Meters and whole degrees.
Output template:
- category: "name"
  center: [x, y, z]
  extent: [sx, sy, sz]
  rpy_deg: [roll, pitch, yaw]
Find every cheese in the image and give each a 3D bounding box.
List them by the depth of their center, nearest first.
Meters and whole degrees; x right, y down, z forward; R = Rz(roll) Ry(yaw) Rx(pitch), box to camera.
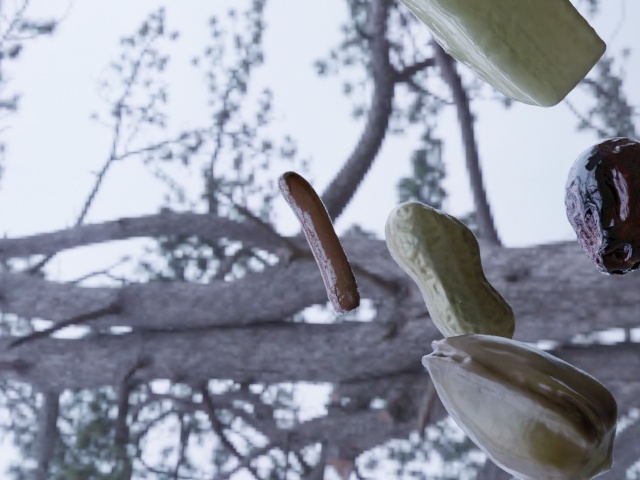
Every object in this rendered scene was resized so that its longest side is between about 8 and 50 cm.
- category: "cheese"
  center: [0.154, -0.282, 1.317]
  extent: [0.265, 0.124, 0.242]
  rpy_deg: [39, -170, -28]

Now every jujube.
- category: "jujube"
  center: [0.463, -0.051, 1.851]
  extent: [0.236, 0.168, 0.168]
  rpy_deg: [-80, -24, -44]

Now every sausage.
- category: "sausage"
  center: [0.000, 0.000, 1.440]
  extent: [0.043, 0.043, 0.186]
  rpy_deg: [-21, -93, -64]

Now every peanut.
- category: "peanut"
  center: [0.198, 0.056, 1.771]
  extent: [0.125, 0.111, 0.274]
  rpy_deg: [-36, -82, -32]

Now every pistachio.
- category: "pistachio"
  center: [0.251, 0.210, 1.511]
  extent: [0.163, 0.260, 0.213]
  rpy_deg: [-49, -27, -18]
